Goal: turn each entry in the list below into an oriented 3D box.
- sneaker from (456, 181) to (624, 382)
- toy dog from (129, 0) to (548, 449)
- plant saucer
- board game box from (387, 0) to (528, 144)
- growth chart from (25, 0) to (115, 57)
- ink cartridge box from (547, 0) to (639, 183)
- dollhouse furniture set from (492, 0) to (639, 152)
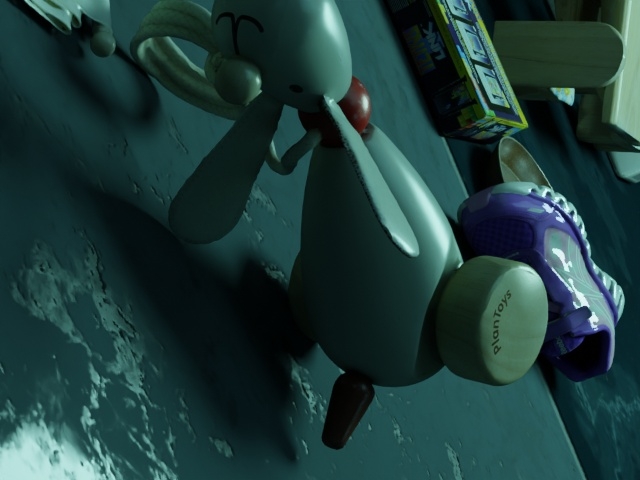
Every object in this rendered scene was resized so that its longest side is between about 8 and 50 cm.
[{"bbox_3d":[0.201,0.043,1.718,0.236,0.095,0.105,48,34,-39],"label":"sneaker"},{"bbox_3d":[0.000,0.000,1.195,0.334,0.220,0.161,46,58,-23],"label":"toy dog"},{"bbox_3d":[0.202,-0.019,1.868,0.168,0.029,0.168,50,26,-35],"label":"plant saucer"},{"bbox_3d":[0.126,-0.179,1.845,0.170,0.048,0.141,68,19,10],"label":"board game box"},{"bbox_3d":[-0.194,-0.212,1.161,0.237,0.021,0.172,38,32,-51],"label":"growth chart"},{"bbox_3d":[0.451,-0.248,2.342,0.066,0.296,0.261,13,55,-65],"label":"ink cartridge box"},{"bbox_3d":[0.385,-0.305,2.112,0.362,0.256,0.394,20,76,-62],"label":"dollhouse furniture set"}]
